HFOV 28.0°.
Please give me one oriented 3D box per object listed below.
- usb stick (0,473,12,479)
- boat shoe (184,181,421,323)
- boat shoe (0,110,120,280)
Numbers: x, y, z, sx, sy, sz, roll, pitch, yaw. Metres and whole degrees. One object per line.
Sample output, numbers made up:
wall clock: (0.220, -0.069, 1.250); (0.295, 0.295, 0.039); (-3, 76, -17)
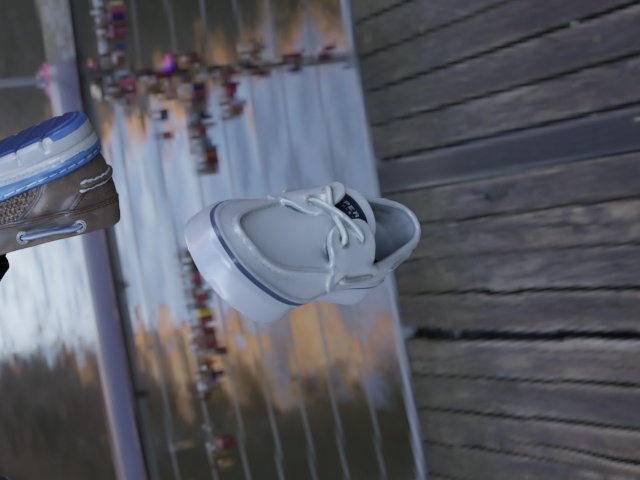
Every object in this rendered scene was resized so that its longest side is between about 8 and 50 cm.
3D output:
usb stick: (-0.130, 0.124, 0.497); (0.077, 0.278, 0.045); (-47, 17, 33)
boat shoe: (0.000, 0.000, 0.939); (0.088, 0.267, 0.096); (-38, 70, 20)
boat shoe: (-0.186, -0.001, 0.647); (0.066, 0.183, 0.066); (-68, -45, -66)
